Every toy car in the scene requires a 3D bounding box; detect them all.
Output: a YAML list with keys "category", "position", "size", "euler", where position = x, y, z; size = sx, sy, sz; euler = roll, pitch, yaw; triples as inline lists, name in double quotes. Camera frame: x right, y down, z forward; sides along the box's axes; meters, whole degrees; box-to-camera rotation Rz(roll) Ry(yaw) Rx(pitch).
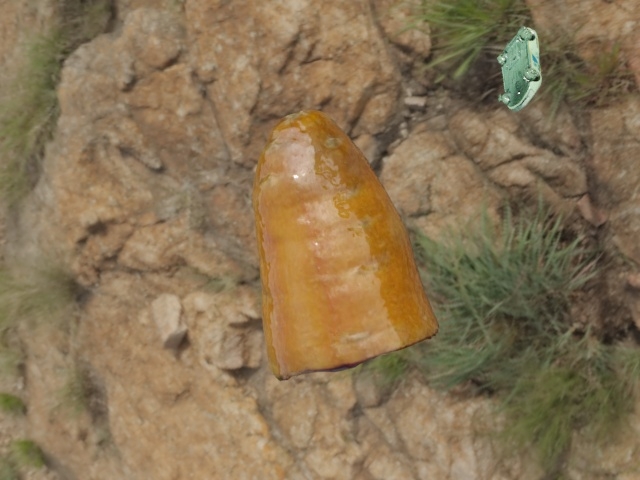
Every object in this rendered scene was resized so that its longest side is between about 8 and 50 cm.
- category: "toy car"
  position: [0.380, -0.317, 1.569]
  size: [0.058, 0.186, 0.093]
  euler: [18, 143, -20]

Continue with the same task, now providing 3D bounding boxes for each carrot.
- category: "carrot"
  position: [0.000, 0.000, 0.736]
  size: [0.159, 0.159, 0.225]
  euler: [-13, 98, 37]
